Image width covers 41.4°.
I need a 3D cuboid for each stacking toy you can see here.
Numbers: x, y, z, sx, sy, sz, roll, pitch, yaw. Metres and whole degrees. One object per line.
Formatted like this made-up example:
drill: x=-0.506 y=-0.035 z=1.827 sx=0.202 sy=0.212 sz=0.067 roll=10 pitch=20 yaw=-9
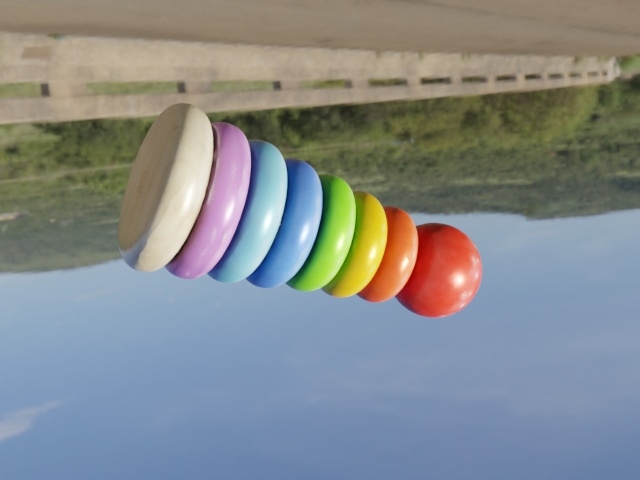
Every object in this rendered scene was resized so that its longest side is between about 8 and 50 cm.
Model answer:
stacking toy: x=0.000 y=0.000 z=0.742 sx=0.330 sy=0.141 sz=0.141 roll=19 pitch=174 yaw=-25
